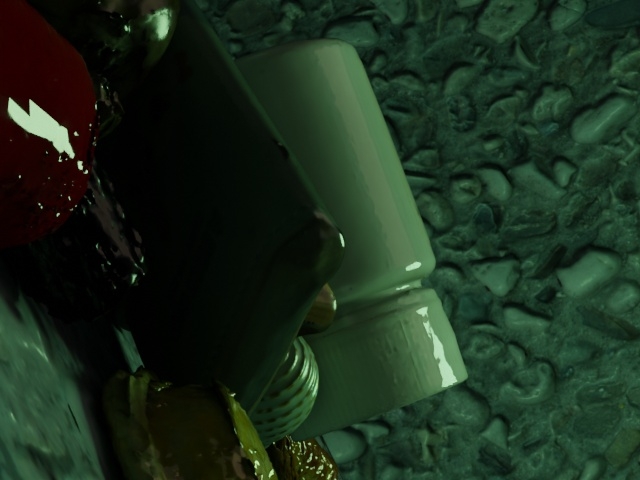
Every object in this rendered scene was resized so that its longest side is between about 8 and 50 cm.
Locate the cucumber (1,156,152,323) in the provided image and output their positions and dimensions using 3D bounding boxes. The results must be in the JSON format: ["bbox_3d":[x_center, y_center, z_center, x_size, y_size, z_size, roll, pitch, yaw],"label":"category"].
[{"bbox_3d":[-0.188,-0.095,0.632,0.081,0.072,0.303,-90,155,-65],"label":"cucumber"}]

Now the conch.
[{"bbox_3d":[-0.068,0.129,1.129,0.153,0.102,0.135,-53,-136,39],"label":"conch"}]

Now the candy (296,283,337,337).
[{"bbox_3d":[-0.107,0.000,1.060,0.143,0.101,0.271,15,15,-37],"label":"candy"}]

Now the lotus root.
[{"bbox_3d":[-0.197,-0.200,0.803,0.160,0.152,0.275,4,51,-44],"label":"lotus root"}]

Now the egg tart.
[{"bbox_3d":[-0.065,0.154,0.737,0.191,0.074,0.191,155,-90,-88],"label":"egg tart"}]

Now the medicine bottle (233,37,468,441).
[{"bbox_3d":[0.000,0.000,1.241,0.211,0.211,0.372,77,-6,-84],"label":"medicine bottle"}]

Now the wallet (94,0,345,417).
[{"bbox_3d":[-0.109,-0.043,0.881,0.360,0.083,0.252,59,-39,35],"label":"wallet"}]

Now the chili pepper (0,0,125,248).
[{"bbox_3d":[-0.150,-0.058,0.389,0.110,0.110,0.387,62,4,12],"label":"chili pepper"}]

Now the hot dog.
[{"bbox_3d":[-0.037,0.248,1.422,0.147,0.065,0.099,49,9,-42],"label":"hot dog"}]
